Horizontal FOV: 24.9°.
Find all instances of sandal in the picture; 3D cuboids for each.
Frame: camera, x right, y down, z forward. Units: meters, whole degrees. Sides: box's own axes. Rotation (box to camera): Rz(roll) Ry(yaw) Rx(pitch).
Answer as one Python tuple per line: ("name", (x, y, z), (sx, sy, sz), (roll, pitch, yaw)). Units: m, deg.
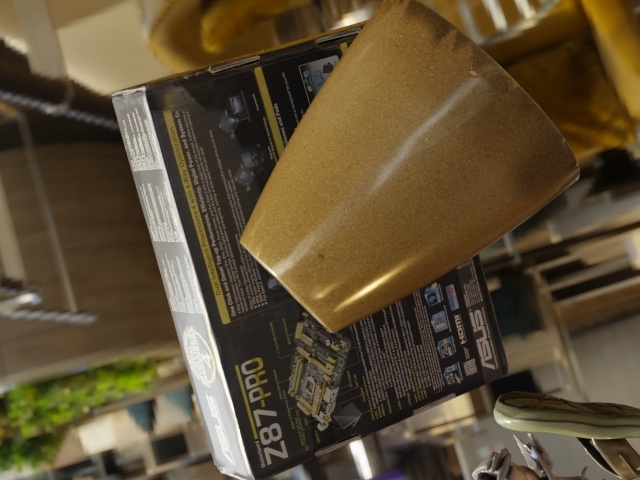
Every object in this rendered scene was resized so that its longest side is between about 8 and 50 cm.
("sandal", (0.357, 0.250, 1.802), (0.303, 0.086, 0.120), (9, -178, -7))

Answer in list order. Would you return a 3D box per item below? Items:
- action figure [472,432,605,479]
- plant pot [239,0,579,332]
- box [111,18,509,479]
("action figure", (0.157, 0.304, 1.408), (0.285, 0.185, 0.099), (-28, -167, -9))
("plant pot", (0.056, -0.049, 1.296), (0.254, 0.237, 0.237), (-45, 170, -3))
("box", (0.000, 0.000, 1.441), (0.318, 0.394, 0.097), (-21, -169, -29))
